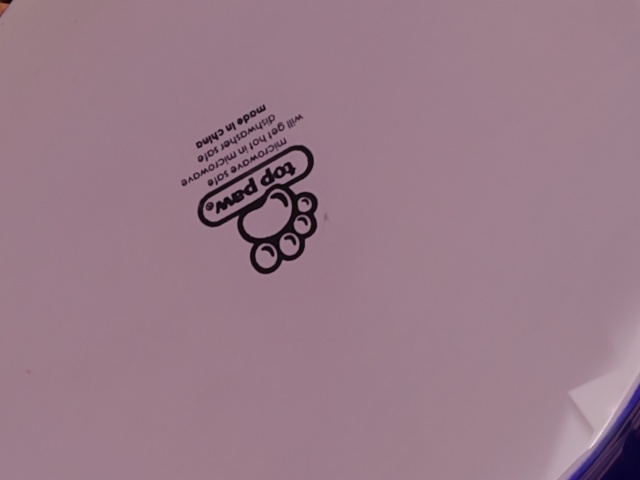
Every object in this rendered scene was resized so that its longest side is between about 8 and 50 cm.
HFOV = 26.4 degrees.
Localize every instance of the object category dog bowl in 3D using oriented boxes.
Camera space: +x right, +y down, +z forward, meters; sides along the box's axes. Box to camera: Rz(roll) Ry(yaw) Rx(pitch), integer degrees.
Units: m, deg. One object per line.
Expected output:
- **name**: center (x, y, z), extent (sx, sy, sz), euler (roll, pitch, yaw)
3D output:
- **dog bowl**: center (0.000, 0.000, 0.465), extent (0.265, 0.104, 0.265), euler (-7, 71, 19)
